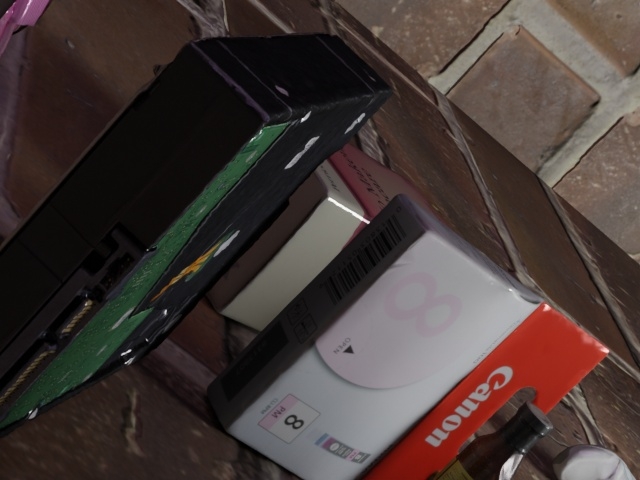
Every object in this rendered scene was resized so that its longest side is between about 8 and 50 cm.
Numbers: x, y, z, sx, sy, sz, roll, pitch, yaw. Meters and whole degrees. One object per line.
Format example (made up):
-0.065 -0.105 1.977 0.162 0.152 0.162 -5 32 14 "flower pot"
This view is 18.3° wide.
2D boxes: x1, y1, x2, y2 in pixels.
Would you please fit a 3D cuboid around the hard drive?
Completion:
-0.085 -0.012 1.098 0.064 0.237 0.339 44 14 4 "hard drive"

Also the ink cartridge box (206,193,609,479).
0.070 0.097 1.319 0.232 0.189 0.066 36 15 -31 "ink cartridge box"

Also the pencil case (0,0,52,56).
-0.341 -0.297 1.424 0.386 0.167 0.160 40 46 -13 "pencil case"

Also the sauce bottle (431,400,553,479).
0.105 0.162 1.352 0.042 0.128 0.042 41 15 -13 "sauce bottle"

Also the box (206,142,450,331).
0.000 0.000 1.556 0.232 0.127 0.148 29 20 -49 "box"

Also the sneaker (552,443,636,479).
0.270 0.237 1.781 0.152 0.054 0.061 39 16 -22 "sneaker"

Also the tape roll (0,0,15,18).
-0.299 -0.188 1.163 0.246 0.169 0.246 40 14 -12 "tape roll"
